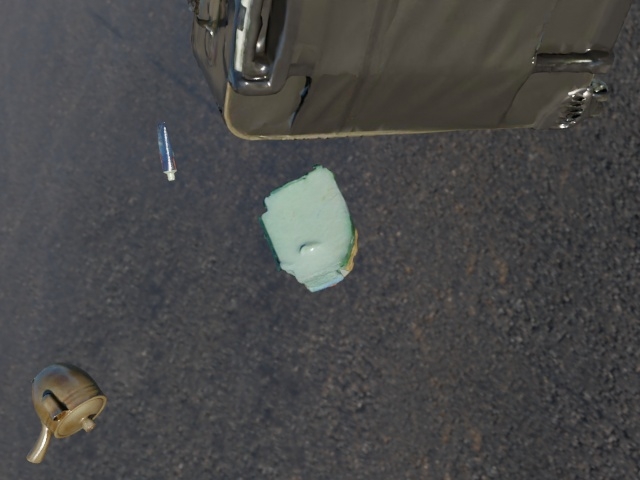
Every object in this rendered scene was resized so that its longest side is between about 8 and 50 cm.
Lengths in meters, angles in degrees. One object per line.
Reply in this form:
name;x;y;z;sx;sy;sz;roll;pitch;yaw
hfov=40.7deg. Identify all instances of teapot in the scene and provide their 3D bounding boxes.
teapot;-0.286;0.186;0.917;0.110;0.085;0.080;-47;72;8

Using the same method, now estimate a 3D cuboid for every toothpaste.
toothpaste;-0.215;-0.125;1.207;0.027;0.019;0.083;6;108;63

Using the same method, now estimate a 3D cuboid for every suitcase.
suitcase;0.093;-0.240;0.774;0.194;0.434;0.283;-118;30;-42

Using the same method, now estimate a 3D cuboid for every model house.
model house;0.000;0.000;1.194;0.120;0.148;0.148;-27;68;5
